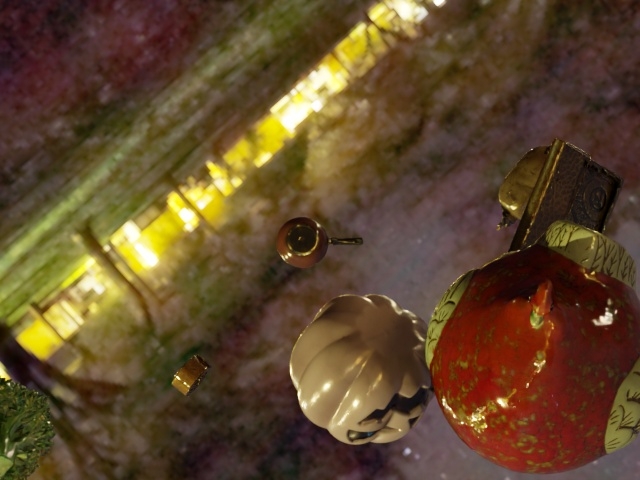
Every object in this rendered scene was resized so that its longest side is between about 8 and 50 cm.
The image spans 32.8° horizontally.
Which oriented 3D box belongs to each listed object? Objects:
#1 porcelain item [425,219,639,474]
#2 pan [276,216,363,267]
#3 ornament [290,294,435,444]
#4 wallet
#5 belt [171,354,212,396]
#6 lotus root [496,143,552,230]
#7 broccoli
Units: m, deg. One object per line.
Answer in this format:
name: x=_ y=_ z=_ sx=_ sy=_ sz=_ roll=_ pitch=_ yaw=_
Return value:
porcelain item: x=0.223 y=0.099 z=1.082 sx=0.253 sy=0.253 sz=0.253 roll=-41 pitch=-174 yaw=5
pan: x=0.000 y=0.000 z=1.424 sx=0.115 sy=0.068 sz=0.023 roll=-2 pitch=168 yaw=-7
ornament: x=0.050 y=0.156 z=1.284 sx=0.177 sy=0.177 sz=0.177 roll=-41 pitch=-174 yaw=5
wallet: x=0.294 y=0.010 z=1.352 sx=0.039 sy=0.133 sz=0.243 roll=13 pitch=-102 yaw=60
belt: x=-0.190 y=0.196 z=1.597 sx=0.059 sy=0.036 sz=0.083 roll=-51 pitch=176 yaw=-7
lotus root: x=0.282 y=-0.074 z=1.479 sx=0.152 sy=0.063 sz=0.072 roll=-59 pitch=-157 yaw=24
broccoli: x=-0.505 y=0.312 z=1.655 sx=0.220 sy=0.194 sz=0.194 roll=-31 pitch=-176 yaw=-11
